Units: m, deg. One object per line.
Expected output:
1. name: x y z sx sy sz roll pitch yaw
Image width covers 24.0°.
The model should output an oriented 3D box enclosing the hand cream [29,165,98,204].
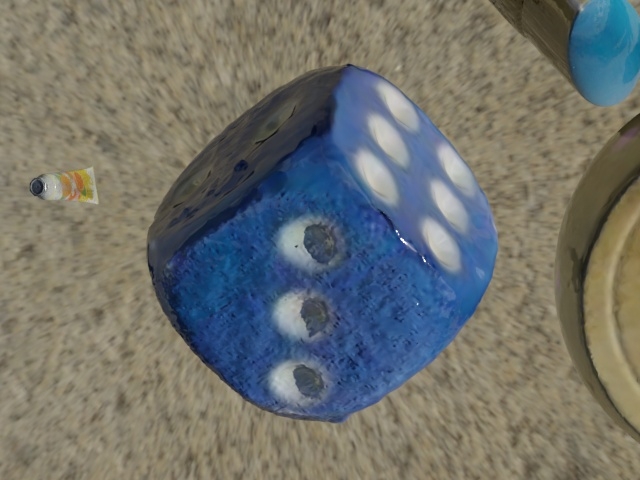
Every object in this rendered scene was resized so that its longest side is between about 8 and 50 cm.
1. hand cream: -0.217 -0.048 1.297 0.022 0.102 0.035 -10 89 22

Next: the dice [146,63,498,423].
1. dice: 0.000 0.000 0.817 0.146 0.143 0.146 -36 110 26

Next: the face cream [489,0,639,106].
1. face cream: 0.125 -0.221 1.085 0.067 0.139 0.285 -39 72 1

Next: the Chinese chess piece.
1. Chinese chess piece: 0.263 0.024 0.883 0.250 0.097 0.251 3 106 10
